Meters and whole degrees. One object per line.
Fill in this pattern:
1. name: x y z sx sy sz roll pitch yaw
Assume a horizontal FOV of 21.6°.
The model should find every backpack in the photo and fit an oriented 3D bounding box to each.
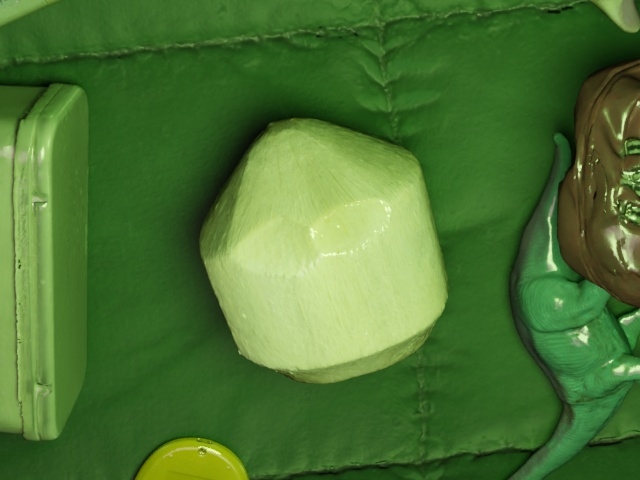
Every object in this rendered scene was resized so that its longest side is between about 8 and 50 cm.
1. backpack: 0.363 -0.056 1.586 0.317 0.197 0.283 1 93 -38

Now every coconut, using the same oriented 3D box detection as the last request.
1. coconut: 0.000 0.000 1.665 0.237 0.237 0.266 -11 114 6

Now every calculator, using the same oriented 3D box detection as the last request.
1. calculator: -0.155 0.330 1.915 0.146 0.032 0.235 11 110 -3

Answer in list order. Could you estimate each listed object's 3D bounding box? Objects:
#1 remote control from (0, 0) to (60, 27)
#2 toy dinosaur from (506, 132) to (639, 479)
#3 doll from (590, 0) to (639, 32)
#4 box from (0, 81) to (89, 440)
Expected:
1. remote control: -0.339 -0.257 1.678 0.233 0.038 0.098 -22 109 11
2. toy dinosaur: 0.225 0.112 1.790 0.331 0.129 0.383 -32 107 23
3. doll: 0.293 -0.395 1.516 0.215 0.226 0.370 12 127 -36
4. box: -0.422 0.011 1.720 0.344 0.177 0.352 4 113 1
